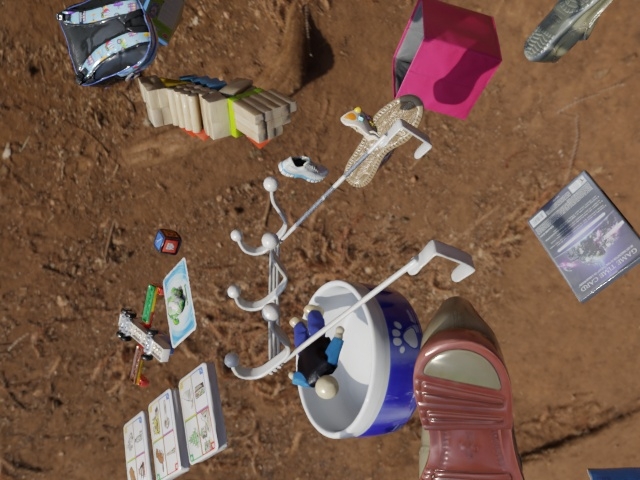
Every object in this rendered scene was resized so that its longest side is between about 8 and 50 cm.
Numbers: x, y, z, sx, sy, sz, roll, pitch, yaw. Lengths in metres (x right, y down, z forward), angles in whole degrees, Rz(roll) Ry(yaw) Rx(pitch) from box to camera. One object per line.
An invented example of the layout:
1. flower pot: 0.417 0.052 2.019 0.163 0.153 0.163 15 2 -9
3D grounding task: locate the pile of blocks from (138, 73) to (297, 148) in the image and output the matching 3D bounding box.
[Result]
1. pile of blocks: -0.221 -0.273 1.213 0.149 0.362 0.112 -53 152 -45

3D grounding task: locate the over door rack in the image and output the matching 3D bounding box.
1. over door rack: 0.000 0.000 0.704 0.324 0.239 0.108 -32 130 26

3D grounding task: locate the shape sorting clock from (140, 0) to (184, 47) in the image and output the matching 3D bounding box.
1. shape sorting clock: -0.410 -0.580 1.425 0.206 0.040 0.206 -61 168 -23

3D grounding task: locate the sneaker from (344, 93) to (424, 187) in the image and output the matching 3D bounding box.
1. sneaker: 0.168 -0.268 1.417 0.099 0.153 0.282 38 128 -1

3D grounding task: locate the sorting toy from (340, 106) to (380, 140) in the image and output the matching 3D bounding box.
1. sorting toy: 0.094 -0.223 1.139 0.045 0.075 0.083 -47 140 19

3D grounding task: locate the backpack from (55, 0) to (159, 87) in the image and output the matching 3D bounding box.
1. backpack: -0.384 -0.383 1.072 0.173 0.117 0.158 -15 95 17

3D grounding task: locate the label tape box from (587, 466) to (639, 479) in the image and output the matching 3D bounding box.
1. label tape box: 0.479 0.523 0.841 0.241 0.333 0.106 17 137 -37

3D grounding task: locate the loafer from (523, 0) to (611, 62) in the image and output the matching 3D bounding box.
1. loafer: 0.565 -0.496 1.251 0.087 0.094 0.251 12 137 -35

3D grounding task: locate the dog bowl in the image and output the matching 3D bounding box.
1. dog bowl: 0.061 0.205 0.986 0.104 0.265 0.264 8 121 -28

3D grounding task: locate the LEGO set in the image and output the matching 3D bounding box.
1. LEGO set: -0.153 0.116 0.584 0.060 0.244 0.182 10 142 -40

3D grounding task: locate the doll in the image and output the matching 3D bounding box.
1. doll: -0.005 0.186 0.951 0.129 0.189 0.046 -43 122 16

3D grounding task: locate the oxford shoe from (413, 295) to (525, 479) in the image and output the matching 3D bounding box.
1. oxford shoe: 0.174 0.228 0.655 0.123 0.130 0.348 2 116 13

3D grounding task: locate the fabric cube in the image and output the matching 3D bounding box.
1. fabric cube: 0.400 -0.593 1.850 0.258 0.254 0.259 12 141 -10

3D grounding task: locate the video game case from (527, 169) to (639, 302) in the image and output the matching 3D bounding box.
1. video game case: 0.644 -0.013 1.385 0.026 0.274 0.196 15 130 -34

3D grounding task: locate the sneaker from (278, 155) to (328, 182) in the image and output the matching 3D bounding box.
1. sneaker: -0.043 -0.249 1.928 0.191 0.071 0.083 2 155 -36
